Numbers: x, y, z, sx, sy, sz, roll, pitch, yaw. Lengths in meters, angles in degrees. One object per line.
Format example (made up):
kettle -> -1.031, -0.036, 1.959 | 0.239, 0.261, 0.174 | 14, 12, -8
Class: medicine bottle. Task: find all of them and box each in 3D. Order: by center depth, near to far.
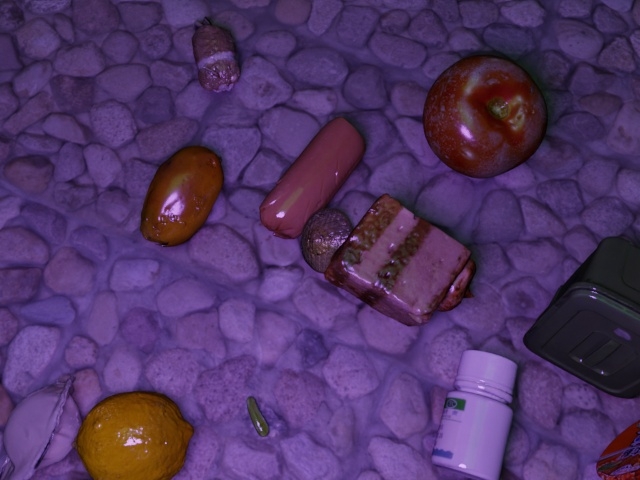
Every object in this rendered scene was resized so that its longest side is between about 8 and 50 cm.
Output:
medicine bottle -> 0.309, 0.346, 1.395 | 0.139, 0.139, 0.237 | 15, 72, 6

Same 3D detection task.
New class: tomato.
tomato -> 0.357, -0.269, 1.567 | 0.270, 0.222, 0.270 | 1, 86, -13

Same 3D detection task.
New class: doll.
doll -> -0.255, -0.460, 1.708 | 0.105, 0.115, 0.221 | -14, 64, 7

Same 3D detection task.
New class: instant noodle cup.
instant noodle cup -> 0.677, 0.444, 1.309 | 0.250, 0.250, 0.192 | -35, 81, -11

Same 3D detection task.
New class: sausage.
sausage -> -0.018, -0.134, 1.576 | 0.121, 0.121, 0.304 | 34, 75, 12

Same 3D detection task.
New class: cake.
cake -> 0.177, 0.068, 1.468 | 0.293, 0.196, 0.199 | 34, 72, 2

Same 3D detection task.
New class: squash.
squash -> -0.132, 0.364, 1.455 | 0.027, 0.027, 0.089 | -27, 71, -8

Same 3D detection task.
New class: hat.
hat -> 0.000, 0.000, 1.566 | 0.146, 0.067, 0.146 | -2, 94, -34

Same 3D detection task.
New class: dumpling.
dumpling -> -0.545, 0.384, 1.384 | 0.142, 0.172, 0.247 | 32, 78, -20

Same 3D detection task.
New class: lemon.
lemon -> -0.360, 0.388, 1.362 | 0.231, 0.192, 0.192 | -5, 71, -7

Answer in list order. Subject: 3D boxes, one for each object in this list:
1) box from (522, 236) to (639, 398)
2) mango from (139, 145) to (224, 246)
box -> 0.576, 0.152, 1.368 | 0.252, 0.329, 0.178 | 30, 65, 10
mango -> -0.313, -0.103, 1.570 | 0.156, 0.151, 0.249 | 20, 76, 41
